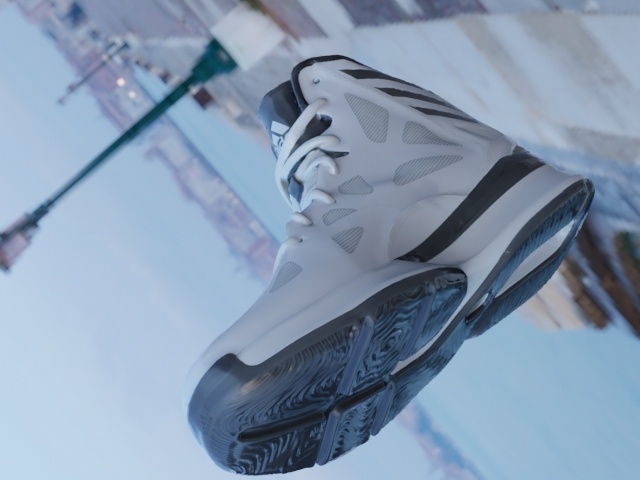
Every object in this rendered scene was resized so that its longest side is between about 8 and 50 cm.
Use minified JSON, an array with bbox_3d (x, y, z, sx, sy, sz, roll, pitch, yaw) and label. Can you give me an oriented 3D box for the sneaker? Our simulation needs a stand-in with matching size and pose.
[{"bbox_3d":[0.000,0.001,1.049,0.257,0.447,0.169,37,131,22],"label":"sneaker"}]
